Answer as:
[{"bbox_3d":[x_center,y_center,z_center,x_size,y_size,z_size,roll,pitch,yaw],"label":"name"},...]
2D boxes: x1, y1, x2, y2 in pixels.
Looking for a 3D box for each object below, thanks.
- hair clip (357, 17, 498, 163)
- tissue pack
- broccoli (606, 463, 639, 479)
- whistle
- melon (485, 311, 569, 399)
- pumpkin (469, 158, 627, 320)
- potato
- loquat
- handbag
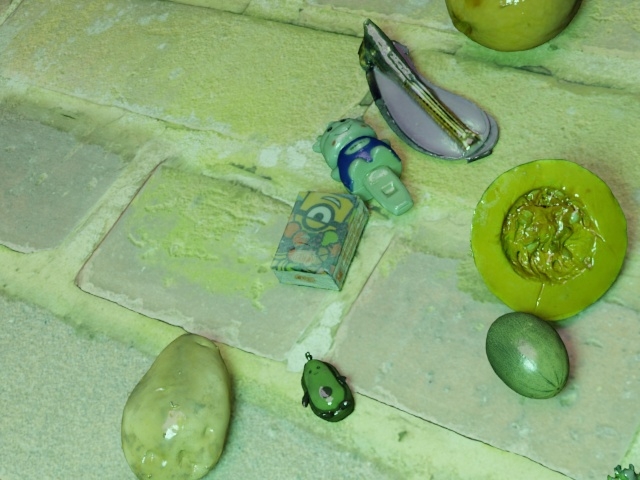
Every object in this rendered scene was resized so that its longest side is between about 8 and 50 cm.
[{"bbox_3d":[0.157,-0.238,1.782,0.110,0.095,0.358,-11,51,-32],"label":"hair clip"},{"bbox_3d":[0.000,0.000,1.662,0.109,0.060,0.148,5,58,27],"label":"tissue pack"},{"bbox_3d":[0.359,0.335,1.192,0.155,0.160,0.167,28,55,7],"label":"broccoli"},{"bbox_3d":[0.069,-0.122,1.704,0.110,0.092,0.244,-30,47,-7],"label":"whistle"},{"bbox_3d":[0.271,0.150,1.408,0.098,0.098,0.130,-32,52,-2],"label":"melon"},{"bbox_3d":[0.302,-0.008,1.492,0.217,0.217,0.110,-30,7,-1],"label":"pumpkin"},{"bbox_3d":[-0.196,0.235,1.523,0.161,0.128,0.234,14,56,26],"label":"potato"},{"bbox_3d":[0.318,-0.420,1.759,0.238,0.193,0.238,-15,43,15],"label":"loquat"},{"bbox_3d":[0.003,0.206,1.512,0.072,0.047,0.111,-30,51,-2],"label":"handbag"}]
